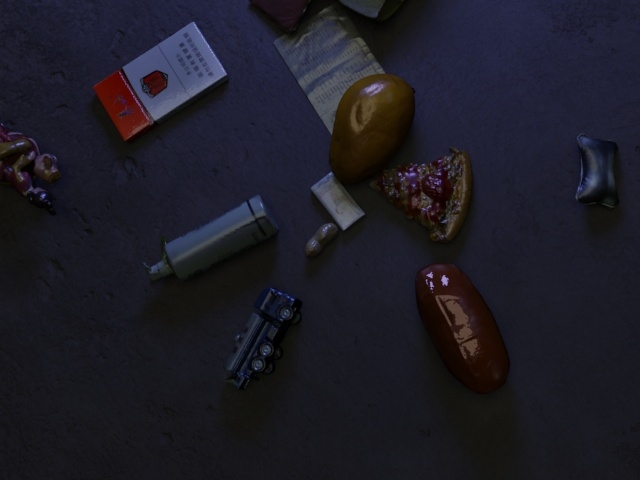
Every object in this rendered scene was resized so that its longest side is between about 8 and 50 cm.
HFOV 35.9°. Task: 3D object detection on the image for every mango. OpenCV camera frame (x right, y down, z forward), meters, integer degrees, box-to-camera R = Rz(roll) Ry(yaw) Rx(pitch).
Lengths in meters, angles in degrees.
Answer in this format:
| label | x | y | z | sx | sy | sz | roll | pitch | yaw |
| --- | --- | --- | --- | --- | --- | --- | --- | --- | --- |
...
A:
| label | x | y | z | sx | sy | sz | roll | pitch | yaw |
| --- | --- | --- | --- | --- | --- | --- | --- | --- | --- |
| mango | 0.089 | -0.213 | 1.877 | 0.147 | 0.109 | 0.227 | 30 | 95 | -23 |

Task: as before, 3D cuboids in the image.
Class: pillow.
| label | x | y | z | sx | sy | sz | roll | pitch | yaw |
| --- | --- | --- | --- | --- | --- | --- | --- | --- | --- |
| pillow | 0.520 | -0.129 | 1.851 | 0.091 | 0.055 | 0.136 | 4 | 84 | 4 |
| pillow | -0.049 | -0.533 | 1.925 | 0.126 | 0.043 | 0.233 | 38 | 118 | 19 |

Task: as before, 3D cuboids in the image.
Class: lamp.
| label | x | y | z | sx | sy | sz | roll | pitch | yaw |
| --- | --- | --- | --- | --- | --- | --- | --- | --- | --- |
| lamp | -0.591 | -0.152 | 1.939 | 0.253 | 0.118 | 0.118 | 31 | 86 | 16 |

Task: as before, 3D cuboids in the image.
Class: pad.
| label | x | y | z | sx | sy | sz | roll | pitch | yaw |
| --- | --- | --- | --- | --- | --- | --- | --- | --- | --- |
| pad | 0.037 | -0.330 | 1.952 | 0.159 | 0.009 | 0.265 | -32 | 80 | 2 |

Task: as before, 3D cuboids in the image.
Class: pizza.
| label | x | y | z | sx | sy | sz | roll | pitch | yaw |
| --- | --- | --- | --- | --- | --- | --- | --- | --- | --- |
| pizza | 0.188 | -0.097 | 1.879 | 0.198 | 0.062 | 0.188 | 8 | 81 | 8 |

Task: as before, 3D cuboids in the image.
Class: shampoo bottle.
| label | x | y | z | sx | sy | sz | roll | pitch | yaw |
| --- | --- | --- | --- | --- | --- | --- | --- | --- | --- |
| shampoo bottle | -0.212 | 0.008 | 1.894 | 0.262 | 0.085 | 0.085 | -28 | 81 | 2 |

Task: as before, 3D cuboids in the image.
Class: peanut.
| label | x | y | z | sx | sy | sz | roll | pitch | yaw |
| --- | --- | --- | --- | --- | --- | --- | --- | --- | --- |
| peanut | 0.000 | 0.000 | 1.899 | 0.037 | 0.037 | 0.083 | 37 | 86 | 9 |

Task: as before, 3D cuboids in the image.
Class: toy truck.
| label | x | y | z | sx | sy | sz | roll | pitch | yaw |
| --- | --- | --- | --- | --- | --- | --- | --- | --- | --- |
| toy truck | -0.112 | 0.187 | 1.871 | 0.088 | 0.074 | 0.202 | 27 | 87 | 18 |

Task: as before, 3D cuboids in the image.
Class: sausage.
| label | x | y | z | sx | sy | sz | roll | pitch | yaw |
| --- | --- | --- | --- | --- | --- | --- | --- | --- | --- |
| sausage | 0.258 | 0.158 | 1.805 | 0.133 | 0.133 | 0.258 | -26 | 80 | 2 |

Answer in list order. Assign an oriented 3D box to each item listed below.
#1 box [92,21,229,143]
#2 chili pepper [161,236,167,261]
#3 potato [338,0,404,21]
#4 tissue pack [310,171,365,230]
| label | x | y | z | sx | sy | sz | roll | pitch | yaw |
| --- | --- | --- | --- | --- | --- | --- | --- | --- | --- |
| box | -0.319 | -0.315 | 1.974 | 0.245 | 0.035 | 0.139 | -31 | 81 | 0 |
| chili pepper | -0.313 | 0.034 | 1.935 | 0.030 | 0.017 | 0.083 | 18 | 85 | 10 |
| potato | 0.081 | -0.595 | 1.924 | 0.255 | 0.112 | 0.270 | 32 | 108 | 22 |
| tissue pack | 0.033 | -0.075 | 1.910 | 0.056 | 0.023 | 0.108 | -39 | 81 | 0 |
